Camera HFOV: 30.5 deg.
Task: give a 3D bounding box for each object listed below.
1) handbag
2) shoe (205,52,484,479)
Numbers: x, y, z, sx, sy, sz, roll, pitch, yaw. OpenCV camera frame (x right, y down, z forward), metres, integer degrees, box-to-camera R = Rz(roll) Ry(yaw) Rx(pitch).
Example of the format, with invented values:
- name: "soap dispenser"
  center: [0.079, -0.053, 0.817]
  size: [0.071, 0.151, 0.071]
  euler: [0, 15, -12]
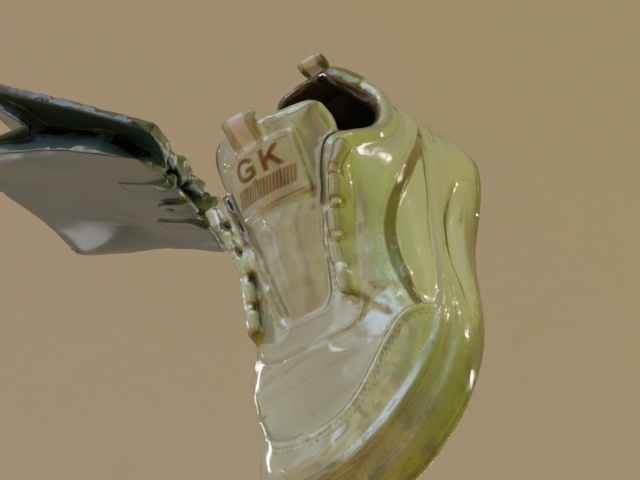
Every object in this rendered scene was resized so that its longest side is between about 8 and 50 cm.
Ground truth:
- name: "handbag"
  center: [-0.157, -0.043, 0.879]
  size: [0.144, 0.221, 0.057]
  euler: [6, -108, 14]
- name: "shoe"
  center: [0.000, 0.000, 0.645]
  size: [0.124, 0.316, 0.159]
  euler: [-30, -66, 28]
